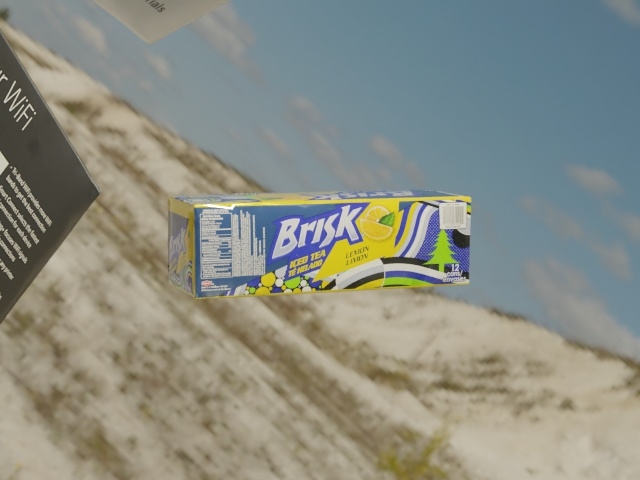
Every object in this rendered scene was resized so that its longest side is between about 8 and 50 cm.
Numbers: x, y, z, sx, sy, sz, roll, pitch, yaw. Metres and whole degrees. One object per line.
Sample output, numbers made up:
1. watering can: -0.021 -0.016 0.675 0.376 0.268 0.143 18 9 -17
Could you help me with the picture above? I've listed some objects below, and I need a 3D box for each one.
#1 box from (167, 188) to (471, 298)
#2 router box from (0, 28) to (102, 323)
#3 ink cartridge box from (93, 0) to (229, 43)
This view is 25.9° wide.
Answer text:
1. box: 0.000 0.000 0.803 0.169 0.054 0.059 -2 7 -21
2. router box: -0.220 -0.023 0.444 0.081 0.243 0.309 22 -25 28
3. ink cartridge box: 0.003 -0.318 0.666 0.160 0.384 0.279 35 31 -64
